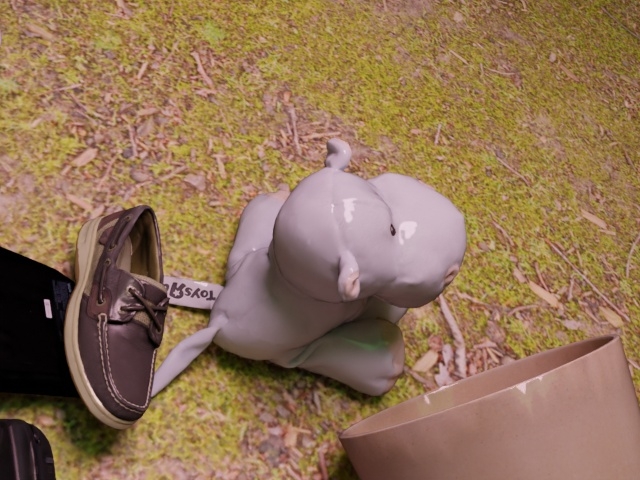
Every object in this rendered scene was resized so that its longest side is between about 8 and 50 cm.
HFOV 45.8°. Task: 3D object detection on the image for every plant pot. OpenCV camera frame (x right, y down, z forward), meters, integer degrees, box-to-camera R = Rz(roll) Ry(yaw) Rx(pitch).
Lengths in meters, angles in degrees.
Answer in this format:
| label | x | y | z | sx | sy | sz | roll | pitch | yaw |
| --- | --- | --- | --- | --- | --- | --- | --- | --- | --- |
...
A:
| label | x | y | z | sx | sy | sz | roll | pitch | yaw |
| --- | --- | --- | --- | --- | --- | --- | --- | --- | --- |
| plant pot | 0.183 | 0.251 | 0.642 | 0.256 | 0.256 | 0.274 | -15 | 79 | -35 |

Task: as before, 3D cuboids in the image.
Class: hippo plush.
| label | x | y | z | sx | sy | sz | roll | pitch | yaw |
| --- | --- | --- | --- | --- | --- | --- | --- | --- | --- |
| hippo plush | 0.000 | 0.000 | 0.720 | 0.294 | 0.237 | 0.234 | 7 | 53 | -23 |

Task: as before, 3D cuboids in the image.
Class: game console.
| label | x | y | z | sx | sy | sz | roll | pitch | yaw |
| --- | --- | --- | --- | --- | --- | --- | --- | --- | --- |
| game console | -0.257 | 0.147 | 0.553 | 0.213 | 0.044 | 0.361 | 19 | 43 | -47 |

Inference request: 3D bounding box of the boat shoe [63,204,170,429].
| label | x | y | z | sx | sy | sz | roll | pitch | yaw |
| --- | --- | --- | --- | --- | --- | --- | --- | --- | --- |
| boat shoe | -0.171 | 0.053 | 0.667 | 0.080 | 0.073 | 0.224 | 41 | 24 | -43 |
